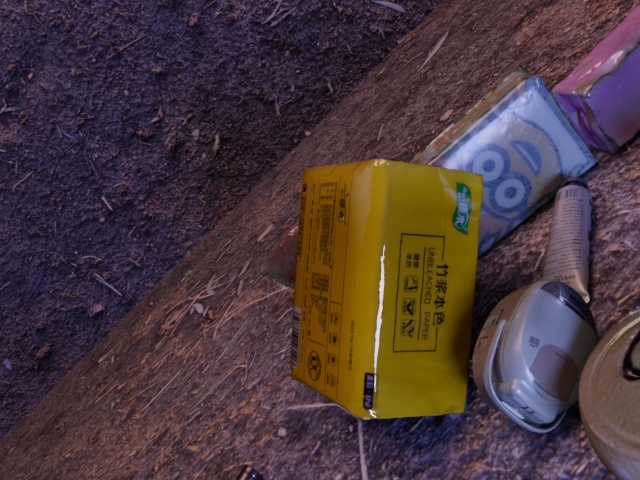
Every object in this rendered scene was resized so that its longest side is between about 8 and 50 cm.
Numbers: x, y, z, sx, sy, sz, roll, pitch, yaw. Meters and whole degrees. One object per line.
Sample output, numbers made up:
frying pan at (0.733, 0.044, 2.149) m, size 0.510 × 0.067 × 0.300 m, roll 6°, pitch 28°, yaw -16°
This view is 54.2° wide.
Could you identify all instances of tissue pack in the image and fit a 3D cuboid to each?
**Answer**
tissue pack at (0.337, -0.146, 1.215) m, size 0.310 × 0.228 × 0.128 m, roll -40°, pitch 20°, yaw 12°
tissue pack at (0.098, 0.068, 1.040) m, size 0.293 × 0.228 × 0.383 m, roll 6°, pitch 93°, yaw 64°

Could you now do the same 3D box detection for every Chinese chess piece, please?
Chinese chess piece at (0.404, 0.165, 0.667) m, size 0.250 × 0.101 × 0.250 m, roll -38°, pitch 20°, yaw 16°

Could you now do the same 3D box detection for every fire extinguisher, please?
fire extinguisher at (-0.164, 0.505, 1.176) m, size 0.078 × 0.045 × 0.157 m, roll 12°, pitch 54°, yaw 40°

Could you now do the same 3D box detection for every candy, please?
candy at (0.583, -0.307, 1.168) m, size 0.265 × 0.155 × 0.116 m, roll -45°, pitch 25°, yaw -1°

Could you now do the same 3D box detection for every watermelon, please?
watermelon at (0.000, 0.000, 1.627) m, size 0.318 × 0.226 × 0.148 m, roll -20°, pitch 2°, yaw 26°

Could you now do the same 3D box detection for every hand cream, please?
hand cream at (0.413, 0.003, 1.043) m, size 0.095 × 0.059 × 0.276 m, roll -21°, pitch 35°, yaw 45°

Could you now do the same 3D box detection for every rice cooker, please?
rice cooker at (0.290, 0.152, 0.853) m, size 0.206 × 0.145 × 0.127 m, roll -56°, pitch 11°, yaw -22°

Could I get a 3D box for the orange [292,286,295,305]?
orange at (0.036, 0.121, 1.333) m, size 0.206 × 0.206 × 0.206 m, roll -38°, pitch 21°, yaw 17°
